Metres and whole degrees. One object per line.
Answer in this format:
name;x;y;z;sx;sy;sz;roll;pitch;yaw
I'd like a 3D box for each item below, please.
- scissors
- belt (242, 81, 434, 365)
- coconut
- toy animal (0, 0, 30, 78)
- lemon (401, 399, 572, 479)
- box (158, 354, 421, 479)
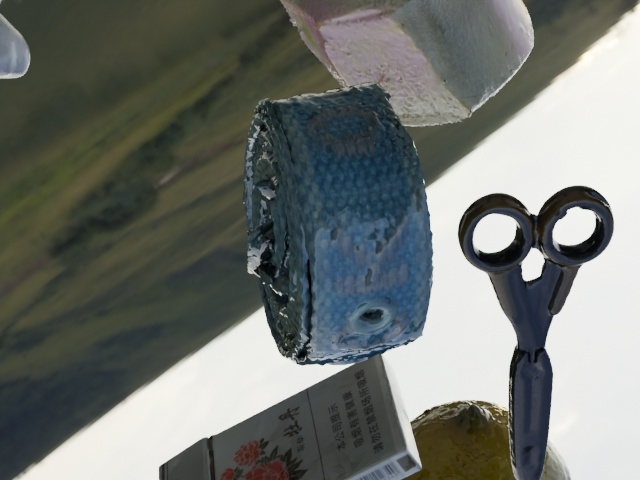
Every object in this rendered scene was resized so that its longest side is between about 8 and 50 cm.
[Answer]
scissors;0.127;0.066;0.689;0.088;0.220;0.017;-6;-147;-2
belt;0.001;-0.004;0.594;0.082;0.163;0.148;-10;-133;-10
coconut;0.078;-0.254;1.186;0.233;0.245;0.233;-26;-143;22
toy animal;-0.187;-0.231;0.647;0.265;0.206;0.271;-24;164;25
lemon;0.158;0.303;1.284;0.253;0.228;0.228;-56;-176;16
box;-0.028;0.163;0.828;0.198;0.029;0.109;-28;-147;10
